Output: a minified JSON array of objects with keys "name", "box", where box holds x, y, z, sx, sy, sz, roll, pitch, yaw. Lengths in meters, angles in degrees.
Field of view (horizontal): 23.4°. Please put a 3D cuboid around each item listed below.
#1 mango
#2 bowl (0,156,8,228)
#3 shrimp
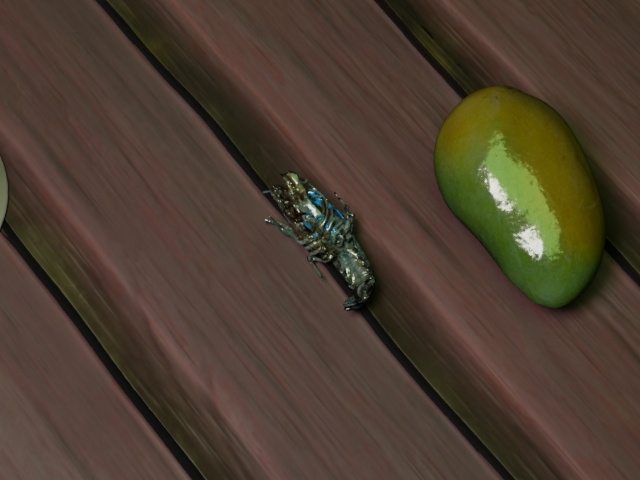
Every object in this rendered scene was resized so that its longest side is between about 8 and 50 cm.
[{"name":"mango","box":[0.219,-0.050,1.650,0.156,0.114,0.251,-24,68,-16]},{"name":"bowl","box":[-0.465,-0.065,1.675,0.238,0.126,0.237,0,68,0]},{"name":"shrimp","box":[0.003,0.001,1.675,0.082,0.076,0.174,-43,72,28]}]
